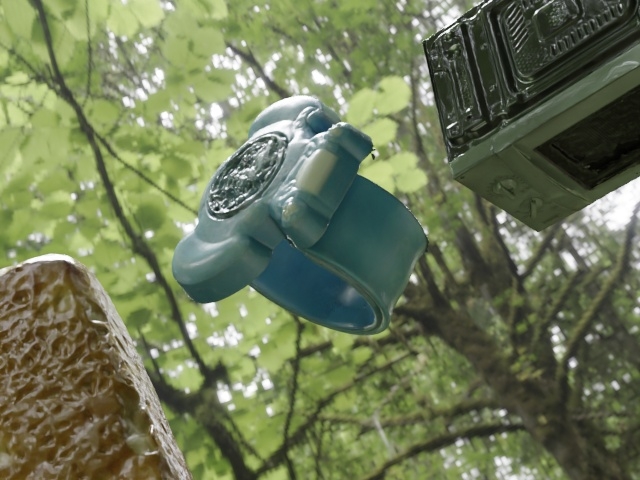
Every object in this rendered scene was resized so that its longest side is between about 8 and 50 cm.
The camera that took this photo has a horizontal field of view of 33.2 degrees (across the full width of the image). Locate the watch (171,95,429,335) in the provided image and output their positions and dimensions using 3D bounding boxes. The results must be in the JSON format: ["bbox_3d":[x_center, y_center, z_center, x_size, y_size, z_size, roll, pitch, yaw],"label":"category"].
[{"bbox_3d":[0.000,0.000,0.943,0.211,0.211,0.193,-38,-56,13],"label":"watch"}]

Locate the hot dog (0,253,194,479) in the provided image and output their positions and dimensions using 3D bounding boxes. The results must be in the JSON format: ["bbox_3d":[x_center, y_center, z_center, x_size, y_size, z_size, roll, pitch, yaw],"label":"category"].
[{"bbox_3d":[-0.239,0.217,1.070,0.185,0.405,0.223,-26,-37,-9],"label":"hot dog"}]

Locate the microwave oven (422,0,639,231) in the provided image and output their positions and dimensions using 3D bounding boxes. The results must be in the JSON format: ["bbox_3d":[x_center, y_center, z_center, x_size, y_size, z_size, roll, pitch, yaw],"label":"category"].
[{"bbox_3d":[0.195,-0.129,0.785,0.208,0.162,0.122,-31,-40,32],"label":"microwave oven"}]
